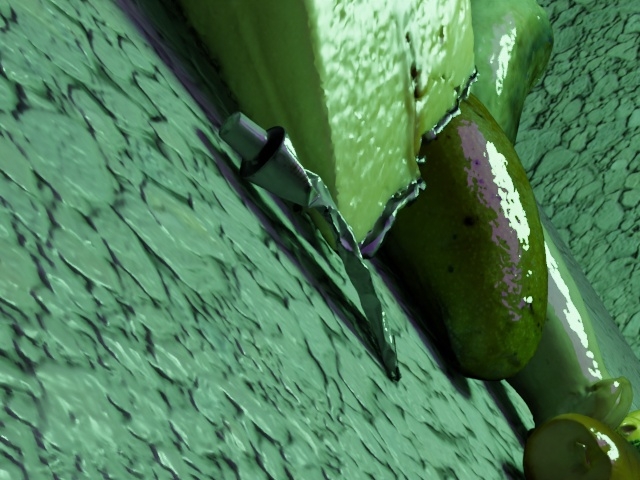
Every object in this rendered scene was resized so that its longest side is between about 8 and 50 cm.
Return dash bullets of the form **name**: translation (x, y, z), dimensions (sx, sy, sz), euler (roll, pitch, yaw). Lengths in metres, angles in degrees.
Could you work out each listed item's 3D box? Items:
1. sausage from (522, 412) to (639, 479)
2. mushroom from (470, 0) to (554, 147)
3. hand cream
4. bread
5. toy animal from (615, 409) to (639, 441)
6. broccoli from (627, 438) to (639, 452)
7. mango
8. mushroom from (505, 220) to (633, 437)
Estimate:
- **sausage**: translation (0.284, 0.248, 1.607), dimensions (0.112, 0.112, 0.328), euler (61, 10, 25)
- **mushroom**: translation (0.203, -0.179, 1.966), dimensions (0.344, 0.130, 0.247), euler (-60, 136, -34)
- **hand cream**: translation (0.003, -0.002, 1.276), dimensions (0.257, 0.050, 0.084), euler (54, 8, -23)
- **bread**: translation (-0.010, -0.235, 1.451), dimensions (0.346, 0.242, 0.405), euler (-35, 123, -47)
- **toy animal**: translation (0.456, 0.283, 2.370), dimensions (0.159, 0.083, 0.070), euler (12, 72, -60)
- **broccoli**: translation (0.442, 0.314, 1.911), dimensions (0.198, 0.176, 0.226), euler (64, 29, -18)
- **mango**: translation (0.140, -0.019, 1.607), dimensions (0.329, 0.176, 0.175), euler (60, -23, 20)
- **mushroom**: translation (0.199, 0.044, 1.755), dimensions (0.137, 0.154, 0.407), euler (-11, 67, -34)
